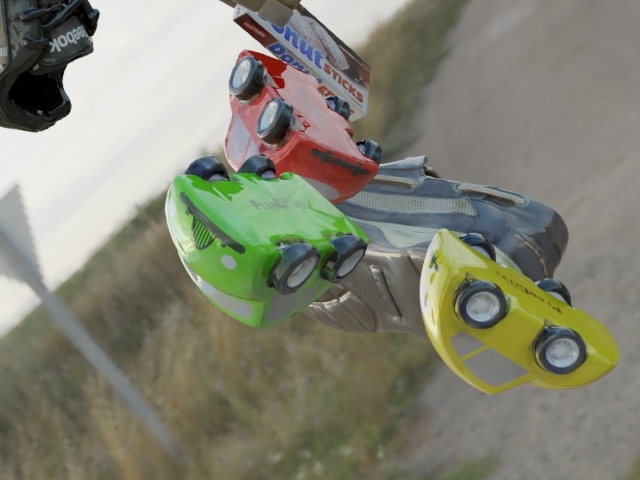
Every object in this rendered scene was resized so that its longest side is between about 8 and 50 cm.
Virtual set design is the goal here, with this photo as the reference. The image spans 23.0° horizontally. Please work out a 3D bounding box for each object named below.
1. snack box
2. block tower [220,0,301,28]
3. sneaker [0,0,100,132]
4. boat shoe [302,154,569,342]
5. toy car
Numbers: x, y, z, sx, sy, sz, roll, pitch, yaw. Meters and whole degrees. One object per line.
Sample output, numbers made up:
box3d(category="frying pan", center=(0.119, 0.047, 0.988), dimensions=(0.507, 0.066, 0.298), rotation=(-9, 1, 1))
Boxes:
box3d(category="snack box", center=(-0.015, -0.188, 1.505), dimensions=(0.022, 0.178, 0.064), rotation=(-21, 47, 35))
box3d(category="block tower", center=(0.012, -0.312, 1.148), dimensions=(0.335, 0.091, 0.097), rotation=(-52, 46, 13))
box3d(category="sneaker", center=(-0.218, -0.195, 1.136), dimensions=(0.097, 0.135, 0.276), rotation=(-37, -33, -49))
box3d(category="boat shoe", center=(0.064, 0.001, 1.335), dimensions=(0.130, 0.132, 0.355), rotation=(-39, 36, -29))
box3d(category="toy car", center=(0.000, 0.000, 0.672), dimensions=(0.053, 0.239, 0.225), rotation=(-56, -21, 19))
